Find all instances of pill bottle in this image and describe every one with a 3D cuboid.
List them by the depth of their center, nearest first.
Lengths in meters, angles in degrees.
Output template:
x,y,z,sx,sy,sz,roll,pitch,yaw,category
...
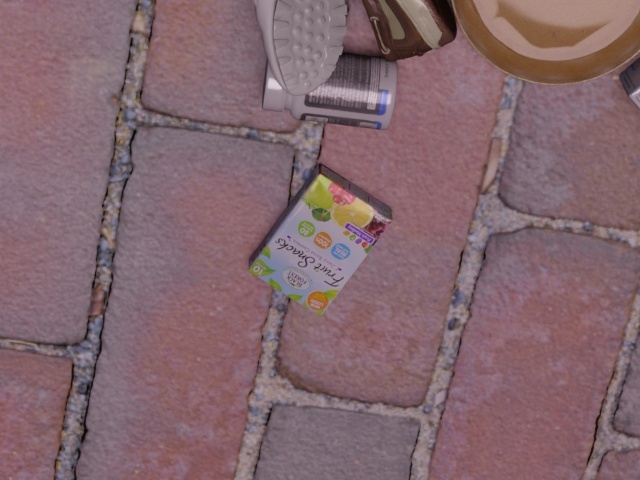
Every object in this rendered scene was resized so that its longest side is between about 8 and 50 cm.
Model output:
x,y,z,sx,sy,sz,roll,pitch,yaw,category
0.009,-0.162,1.965,0.137,0.078,0.078,7,112,-5,pill bottle

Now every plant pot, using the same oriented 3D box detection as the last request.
x,y,z,sx,sy,sz,roll,pitch,yaw,category
0.252,-0.279,1.948,0.236,0.032,0.236,-1,112,-2,plant pot

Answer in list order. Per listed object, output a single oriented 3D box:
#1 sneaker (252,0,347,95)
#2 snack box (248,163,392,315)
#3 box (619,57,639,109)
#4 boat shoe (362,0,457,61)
x,y,z,sx,sy,sz,roll,pitch,yaw,category
-0.039,-0.265,1.900,0.090,0.095,0.235,-13,102,-35,sneaker
0.000,0.000,2.053,0.100,0.037,0.141,33,108,-13,snack box
0.412,-0.164,1.977,0.137,0.072,0.126,-40,107,14,box
0.040,-0.297,1.901,0.095,0.095,0.257,-25,103,21,boat shoe
